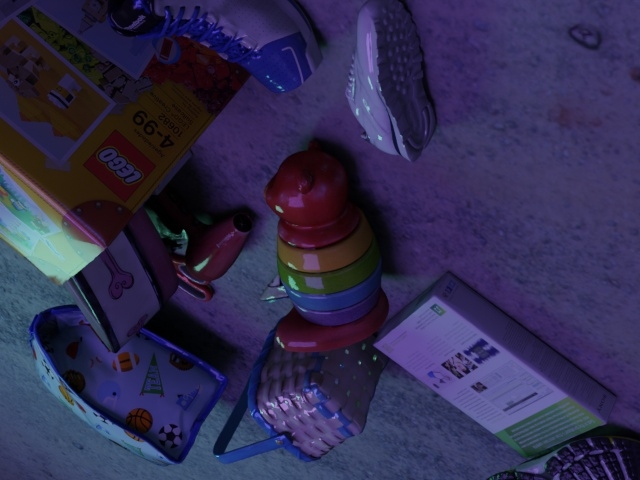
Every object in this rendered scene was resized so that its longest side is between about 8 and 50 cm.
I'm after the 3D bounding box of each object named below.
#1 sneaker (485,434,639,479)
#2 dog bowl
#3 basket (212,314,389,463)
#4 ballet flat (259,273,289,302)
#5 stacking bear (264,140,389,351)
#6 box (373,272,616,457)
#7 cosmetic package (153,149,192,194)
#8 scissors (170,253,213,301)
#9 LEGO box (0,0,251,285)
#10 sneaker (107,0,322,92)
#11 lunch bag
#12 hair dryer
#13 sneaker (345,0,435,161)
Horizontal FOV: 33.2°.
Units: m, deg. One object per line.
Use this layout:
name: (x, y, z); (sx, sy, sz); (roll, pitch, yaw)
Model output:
sneaker: (0.403, 0.371, 1.722); (0.300, 0.121, 0.111); (-24, 84, 36)
dog bowl: (-0.380, -0.026, 1.736); (0.408, 0.150, 0.408); (52, 164, 21)
basket: (-0.043, 0.258, 1.831); (0.289, 0.254, 0.201); (-16, 125, 38)
ballet flat: (-0.043, 0.068, 1.784); (0.168, 0.057, 0.052); (-11, 99, 45)
stacking bear: (0.000, 0.000, 1.551); (0.164, 0.175, 0.289); (1, 128, 19)
box: (0.263, 0.202, 1.665); (0.322, 0.058, 0.232); (38, 148, -3)
cosmetic package: (-0.291, -0.189, 1.612); (0.060, 0.099, 0.239); (7, 138, 36)
scissors: (-0.321, 0.016, 1.983); (0.297, 0.021, 0.109); (31, 148, 4)
LEGO box: (-0.385, -0.255, 1.353); (0.500, 0.372, 0.193); (42, 147, -12)
sneaker: (-0.158, -0.280, 1.291); (0.127, 0.182, 0.315); (-10, 127, 50)
lunch bag: (-0.410, 0.273, 2.176); (0.386, 0.239, 0.328); (31, 160, -4)
hair dryer: (-0.231, -0.024, 1.793); (0.294, 0.080, 0.223); (8, 138, 33)
sneaker: (0.069, -0.194, 1.296); (0.095, 0.090, 0.235); (24, 146, 33)
